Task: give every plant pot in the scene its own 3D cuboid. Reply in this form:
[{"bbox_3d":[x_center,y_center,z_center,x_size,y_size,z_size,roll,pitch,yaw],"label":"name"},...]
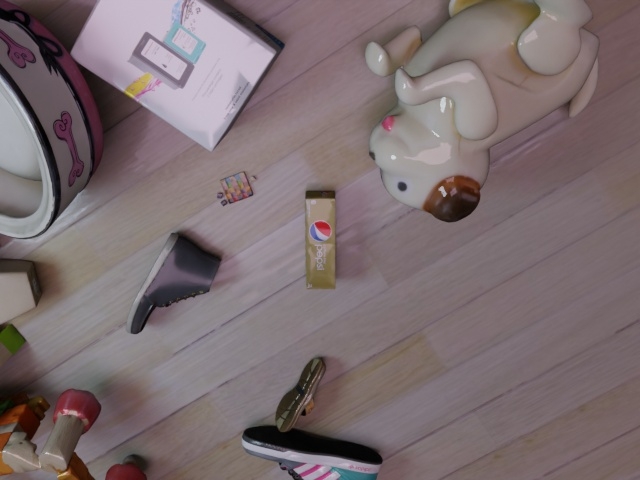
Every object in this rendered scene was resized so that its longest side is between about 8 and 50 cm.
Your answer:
[{"bbox_3d":[-0.598,0.093,1.426,0.096,0.109,0.109,-12,108,-9],"label":"plant pot"}]

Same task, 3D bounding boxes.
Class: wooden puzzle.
[{"bbox_3d":[-0.160,-0.099,1.406,0.083,0.006,0.049,-19,106,7],"label":"wooden puzzle"}]

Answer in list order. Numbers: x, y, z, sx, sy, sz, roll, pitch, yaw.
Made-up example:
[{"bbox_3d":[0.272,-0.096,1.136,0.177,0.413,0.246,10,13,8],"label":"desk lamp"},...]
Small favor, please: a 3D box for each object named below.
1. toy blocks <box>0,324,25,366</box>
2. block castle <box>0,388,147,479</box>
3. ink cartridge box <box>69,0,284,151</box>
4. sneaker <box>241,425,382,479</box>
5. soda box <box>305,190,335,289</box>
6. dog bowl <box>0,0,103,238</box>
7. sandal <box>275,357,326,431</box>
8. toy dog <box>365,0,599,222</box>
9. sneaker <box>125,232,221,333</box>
[{"bbox_3d":[-0.767,0.311,1.385,0.261,0.381,0.191,-28,109,25],"label":"toy blocks"},{"bbox_3d":[-0.615,0.472,1.493,0.453,0.213,0.303,-14,119,12],"label":"block castle"},{"bbox_3d":[-0.229,-0.318,1.238,0.270,0.198,0.197,34,106,-9],"label":"ink cartridge box"},{"bbox_3d":[-0.034,0.498,1.541,0.295,0.124,0.178,14,98,-5],"label":"sneaker"},{"bbox_3d":[0.000,0.000,1.407,0.058,0.061,0.181,-1,108,0],"label":"soda box"},{"bbox_3d":[-0.532,-0.210,1.214,0.408,0.150,0.408,21,134,24],"label":"dog bowl"},{"bbox_3d":[-0.033,0.321,1.515,0.049,0.072,0.180,26,103,-30],"label":"sandal"},{"bbox_3d":[0.243,-0.239,1.249,0.395,0.284,0.408,23,109,-45],"label":"toy dog"},{"bbox_3d":[-0.286,0.106,1.433,0.118,0.083,0.222,28,105,-9],"label":"sneaker"}]
